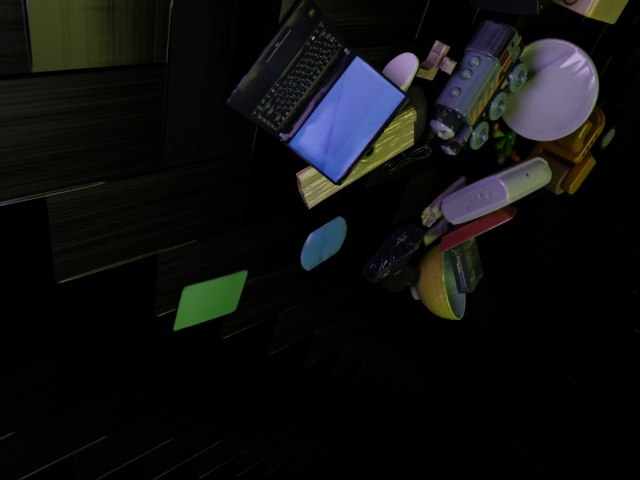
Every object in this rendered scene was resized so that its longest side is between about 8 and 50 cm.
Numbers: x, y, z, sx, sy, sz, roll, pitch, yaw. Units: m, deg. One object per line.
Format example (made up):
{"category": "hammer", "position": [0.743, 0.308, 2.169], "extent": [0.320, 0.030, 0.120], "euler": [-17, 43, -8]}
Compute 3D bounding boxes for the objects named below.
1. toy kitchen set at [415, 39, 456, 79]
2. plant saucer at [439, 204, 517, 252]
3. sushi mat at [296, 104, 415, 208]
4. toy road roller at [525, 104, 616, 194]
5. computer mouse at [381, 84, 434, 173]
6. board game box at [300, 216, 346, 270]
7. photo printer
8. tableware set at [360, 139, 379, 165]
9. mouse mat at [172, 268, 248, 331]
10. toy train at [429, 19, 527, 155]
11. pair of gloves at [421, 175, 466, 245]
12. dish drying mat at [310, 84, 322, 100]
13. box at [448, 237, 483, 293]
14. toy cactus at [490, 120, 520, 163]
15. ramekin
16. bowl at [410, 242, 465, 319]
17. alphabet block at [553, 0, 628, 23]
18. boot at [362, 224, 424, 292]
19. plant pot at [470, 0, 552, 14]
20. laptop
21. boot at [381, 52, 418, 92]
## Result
{"category": "toy kitchen set", "position": [0.260, -0.409, 1.252], "extent": [0.075, 0.068, 0.083], "euler": [-8, 132, -47]}
{"category": "plant saucer", "position": [0.533, -0.053, 1.864], "extent": [0.258, 0.048, 0.259], "euler": [-29, 178, 25]}
{"category": "sushi mat", "position": [0.088, -0.191, 1.287], "extent": [0.316, 0.019, 0.151], "euler": [-32, 156, -5]}
{"category": "toy road roller", "position": [0.881, -0.349, 1.978], "extent": [0.240, 0.202, 0.330], "euler": [10, 115, -51]}
{"category": "computer mouse", "position": [0.258, -0.287, 1.406], "extent": [0.184, 0.060, 0.262], "euler": [-28, 146, -27]}
{"category": "board game box", "position": [0.000, 0.000, 1.461], "extent": [0.168, 0.033, 0.133], "euler": [-33, 143, -31]}
{"category": "photo printer", "position": [0.572, -0.164, 1.752], "extent": [0.307, 0.107, 0.256], "euler": [-23, 178, -38]}
{"category": "tableware set", "position": [0.079, -0.238, 1.198], "extent": [0.104, 0.024, 0.154], "euler": [4, 107, -13]}
{"category": "mouse mat", "position": [-0.265, 0.144, 1.324], "extent": [0.189, 0.007, 0.153], "euler": [-13, 137, -42]}
{"category": "toy train", "position": [0.392, -0.381, 1.372], "extent": [0.334, 0.142, 0.190], "euler": [-57, 144, 2]}
{"category": "pair of gloves", "position": [0.430, -0.092, 1.878], "extent": [0.204, 0.042, 0.240], "euler": [-39, 149, -13]}
{"category": "dish drying mat", "position": [-0.009, -0.284, 1.127], "extent": [0.032, 0.008, 0.083], "euler": [-31, 146, -22]}
{"category": "box", "position": [0.549, 0.079, 2.055], "extent": [0.232, 0.059, 0.183], "euler": [-29, 107, -61]}
{"category": "toy cactus", "position": [0.630, -0.355, 1.770], "extent": [0.180, 0.112, 0.219], "euler": [-46, 143, -20]}
{"category": "ramekin", "position": [0.644, -0.426, 1.538], "extent": [0.127, 0.273, 0.273], "euler": [-29, 148, -49]}
{"category": "bowl", "position": [0.420, 0.154, 2.017], "extent": [0.156, 0.290, 0.289], "euler": [-10, 163, 26]}
{"category": "alphabet block", "position": [0.662, -0.666, 1.328], "extent": [0.193, 0.192, 0.197], "euler": [-12, 137, -41]}
{"category": "boot", "position": [0.272, 0.064, 1.811], "extent": [0.246, 0.094, 0.207], "euler": [-46, 147, 13]}
{"category": "plant pot", "position": [0.435, -0.594, 1.152], "extent": [0.187, 0.167, 0.188], "euler": [-46, 149, -2]}
{"category": "laptop", "position": [0.005, -0.266, 1.027], "extent": [0.234, 0.136, 0.264], "euler": [-51, 148, 8]}
{"category": "boot", "position": [0.164, -0.333, 1.237], "extent": [0.190, 0.069, 0.086], "euler": [-50, 156, 25]}
